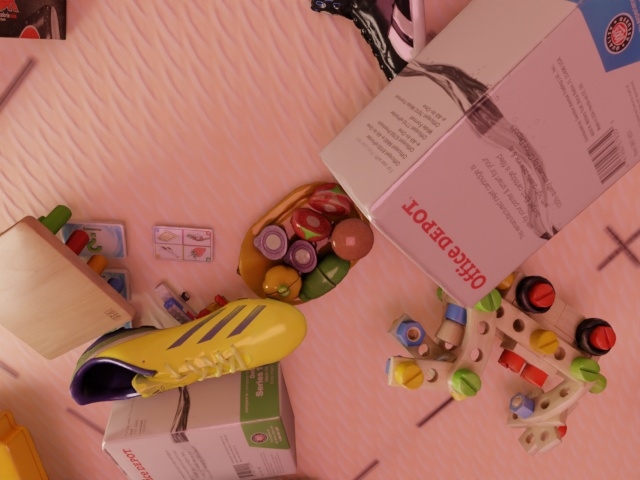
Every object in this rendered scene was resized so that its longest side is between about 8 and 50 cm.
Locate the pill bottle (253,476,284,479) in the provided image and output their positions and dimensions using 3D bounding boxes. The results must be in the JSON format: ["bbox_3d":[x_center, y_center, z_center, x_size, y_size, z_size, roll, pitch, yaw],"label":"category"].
[{"bbox_3d":[-0.123,0.543,0.699,0.224,0.224,0.391,-6,99,-1],"label":"pill bottle"}]

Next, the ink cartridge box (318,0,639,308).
[{"bbox_3d":[0.189,-0.107,0.529,0.307,0.129,0.223,-44,131,9],"label":"ink cartridge box"}]

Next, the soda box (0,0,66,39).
[{"bbox_3d":[-0.298,-0.223,0.478,0.054,0.169,0.060,9,110,-6],"label":"soda box"}]

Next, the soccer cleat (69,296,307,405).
[{"bbox_3d":[-0.155,0.141,0.599,0.290,0.121,0.093,-12,110,12],"label":"soccer cleat"}]

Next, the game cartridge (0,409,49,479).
[{"bbox_3d":[-0.519,0.370,0.716,0.324,0.052,0.285,-7,107,11],"label":"game cartridge"}]

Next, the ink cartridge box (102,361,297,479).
[{"bbox_3d":[-0.151,0.255,0.689,0.220,0.092,0.160,-7,132,0],"label":"ink cartridge box"}]

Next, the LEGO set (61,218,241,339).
[{"bbox_3d":[-0.205,0.070,0.659,0.245,0.060,0.182,4,115,-5],"label":"LEGO set"}]

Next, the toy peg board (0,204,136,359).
[{"bbox_3d":[-0.323,0.045,0.620,0.161,0.079,0.160,-26,120,23],"label":"toy peg board"}]

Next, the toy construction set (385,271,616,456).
[{"bbox_3d":[0.250,0.161,0.668,0.328,0.151,0.215,36,80,-23],"label":"toy construction set"}]

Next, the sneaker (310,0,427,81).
[{"bbox_3d":[0.053,-0.233,0.554,0.121,0.079,0.216,-3,116,13],"label":"sneaker"}]

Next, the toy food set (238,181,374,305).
[{"bbox_3d":[0.000,0.000,0.617,0.218,0.071,0.128,-42,107,2],"label":"toy food set"}]
